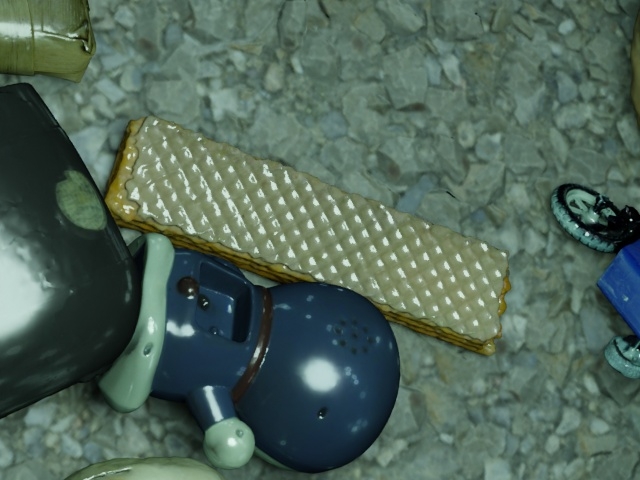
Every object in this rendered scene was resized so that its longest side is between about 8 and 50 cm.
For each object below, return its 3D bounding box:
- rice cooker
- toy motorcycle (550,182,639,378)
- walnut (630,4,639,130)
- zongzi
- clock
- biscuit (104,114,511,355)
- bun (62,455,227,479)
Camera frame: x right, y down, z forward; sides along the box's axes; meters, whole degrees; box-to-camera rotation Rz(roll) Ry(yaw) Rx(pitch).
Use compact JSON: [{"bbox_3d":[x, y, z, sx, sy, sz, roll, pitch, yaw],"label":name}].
[{"bbox_3d":[-0.270,0.027,1.321,0.267,0.267,0.224,-24,92,-25],"label":"rice cooker"},{"bbox_3d":[0.330,0.058,1.609,0.169,0.113,0.315,2,41,-40],"label":"toy motorcycle"},{"bbox_3d":[0.459,-0.171,1.634,0.381,0.381,0.381,5,77,-22],"label":"walnut"},{"bbox_3d":[-0.265,-0.215,1.470,0.160,0.078,0.176,2,68,-23],"label":"zongzi"},{"bbox_3d":[-0.053,0.096,1.448,0.243,0.146,0.199,20,46,-19],"label":"clock"},{"bbox_3d":[0.000,0.000,1.544,0.379,0.054,0.094,21,72,-18],"label":"biscuit"},{"bbox_3d":[-0.130,0.280,1.384,0.239,0.141,0.239,5,73,-18],"label":"bun"}]
